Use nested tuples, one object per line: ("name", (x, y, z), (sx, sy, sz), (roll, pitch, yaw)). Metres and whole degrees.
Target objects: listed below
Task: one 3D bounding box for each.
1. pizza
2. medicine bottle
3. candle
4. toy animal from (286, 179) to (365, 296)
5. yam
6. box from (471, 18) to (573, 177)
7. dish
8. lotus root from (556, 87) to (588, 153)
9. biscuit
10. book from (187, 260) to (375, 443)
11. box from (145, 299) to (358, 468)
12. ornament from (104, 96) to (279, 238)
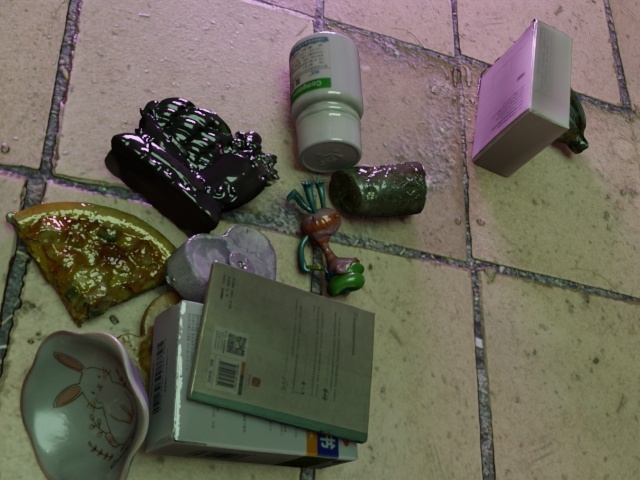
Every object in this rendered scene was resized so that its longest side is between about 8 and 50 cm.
("pizza", (-0.340, 0.032, 1.200), (0.292, 0.058, 0.197), (21, 59, -14))
("medicine bottle", (0.012, -0.252, 1.461), (0.139, 0.139, 0.236), (7, 64, -22))
("candle", (-0.139, 0.061, 1.244), (0.192, 0.068, 0.168), (-19, 72, -51))
("toy animal", (0.000, 0.000, 1.361), (0.103, 0.100, 0.208), (-20, 83, -8))
("yam", (0.114, -0.091, 1.451), (0.183, 0.107, 0.107), (-5, 68, -24))
("box", (0.411, -0.290, 1.621), (0.106, 0.203, 0.251), (23, 58, -15))
("dish", (-0.298, 0.225, 1.069), (0.081, 0.229, 0.229), (-1, 61, -61))
("lotus root", (0.526, -0.277, 1.736), (0.113, 0.088, 0.192), (-20, 81, -54))
("biscuit", (-0.222, 0.177, 1.195), (0.184, 0.035, 0.248), (30, 56, -13))
("book", (-0.045, 0.161, 1.139), (0.283, 0.025, 0.214), (22, 56, -24))
("box", (-0.095, 0.218, 1.162), (0.300, 0.106, 0.200), (15, 60, -31))
("ornament", (-0.197, -0.148, 1.342), (0.251, 0.106, 0.260), (40, 51, -4))
